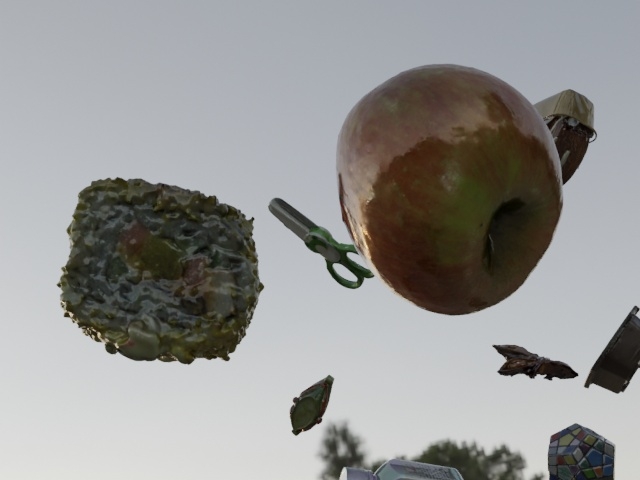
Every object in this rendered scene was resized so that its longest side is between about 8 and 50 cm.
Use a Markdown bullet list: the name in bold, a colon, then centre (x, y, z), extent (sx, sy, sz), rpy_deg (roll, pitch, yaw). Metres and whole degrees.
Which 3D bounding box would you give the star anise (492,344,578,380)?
- **star anise**: centre (0.454, 0.266, 2.205), extent (0.212, 0.157, 0.053), rpy_deg (-1, -67, -37)

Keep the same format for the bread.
- **bread**: centre (0.516, -0.214, 2.224), extent (0.142, 0.212, 0.224), rpy_deg (24, -18, -19)

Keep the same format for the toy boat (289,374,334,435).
- **toy boat**: centre (-0.027, 0.403, 2.382), extent (0.185, 0.089, 0.071), rpy_deg (-58, -14, 19)

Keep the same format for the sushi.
- **sushi**: centre (-0.311, 0.075, 1.977), extent (0.396, 0.351, 0.240), rpy_deg (13, -13, -4)

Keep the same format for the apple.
- **apple**: centre (0.149, -0.069, 1.241), extent (0.277, 0.250, 0.309), rpy_deg (-18, -56, -35)

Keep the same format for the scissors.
- **scissors**: centre (0.000, 0.000, 1.600), extent (0.204, 0.027, 0.101), rpy_deg (39, -40, -10)

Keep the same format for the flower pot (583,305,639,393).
- **flower pot**: centre (0.676, 0.260, 2.217), extent (0.179, 0.084, 0.251), rpy_deg (-52, -19, -11)

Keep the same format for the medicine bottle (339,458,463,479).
- **medicine bottle**: centre (0.077, 0.256, 0.976), extent (0.118, 0.074, 0.055), rpy_deg (11, 8, -5)

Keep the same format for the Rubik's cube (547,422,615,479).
- **Rubik's cube**: centre (0.373, 0.318, 1.423), extent (0.111, 0.111, 0.093), rpy_deg (26, -86, -50)
